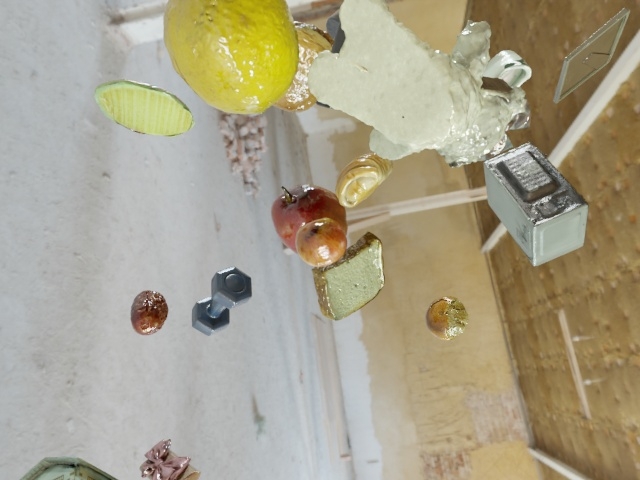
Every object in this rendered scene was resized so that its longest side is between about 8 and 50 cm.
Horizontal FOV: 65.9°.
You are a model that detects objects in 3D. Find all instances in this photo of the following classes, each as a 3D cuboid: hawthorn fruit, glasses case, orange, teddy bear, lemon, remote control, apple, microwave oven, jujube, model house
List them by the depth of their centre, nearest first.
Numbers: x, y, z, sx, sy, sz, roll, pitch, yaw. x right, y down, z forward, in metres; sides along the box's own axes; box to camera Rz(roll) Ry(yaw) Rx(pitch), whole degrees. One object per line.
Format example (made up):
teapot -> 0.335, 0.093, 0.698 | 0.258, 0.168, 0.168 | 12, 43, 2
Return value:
lemon -> -0.171, -0.399, 0.998 | 0.321, 0.269, 0.268 | 56, 24, -55
teddy bear -> 0.226, -0.305, 1.018 | 0.375, 0.327, 0.362 | 42, 34, 13
model house -> -0.512, 0.592, 1.029 | 0.215, 0.199, 0.224 | -113, 178, -47
glasses case -> -0.363, 0.533, 1.164 | 0.070, 0.194, 0.102 | 35, 70, -40
remote control -> 0.046, -0.460, 1.260 | 0.025, 0.063, 0.245 | -8, 117, -65
apple -> 0.000, 0.000, 1.355 | 0.146, 0.147, 0.146 | -10, 90, -84
jujube -> -0.515, 0.219, 1.479 | 0.112, 0.109, 0.176 | 35, 7, -18
microwave oven -> 0.652, -0.115, 1.498 | 0.237, 0.181, 0.295 | 62, 7, -49
orange -> 0.449, 0.276, 1.749 | 0.134, 0.157, 0.156 | 33, 45, -56
hawthorn fruit -> -0.058, -0.103, 1.885 | 0.369, 0.285, 0.284 | 44, 32, -47

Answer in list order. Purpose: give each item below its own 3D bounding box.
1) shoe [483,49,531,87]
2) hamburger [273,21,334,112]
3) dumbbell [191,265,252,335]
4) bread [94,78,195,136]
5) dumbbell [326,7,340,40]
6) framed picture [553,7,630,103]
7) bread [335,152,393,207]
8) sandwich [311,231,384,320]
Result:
shoe -> 0.403, -0.349, 1.223 | 0.095, 0.265, 0.110 | 30, 19, -28
hamburger -> -0.082, -0.550, 1.572 | 0.283, 0.260, 0.144 | -55, -154, 30
dumbbell -> -0.379, 0.235, 1.875 | 0.144, 0.160, 0.325 | 56, -43, 13
bread -> -0.535, -0.406, 1.523 | 0.301, 0.302, 0.045 | 62, 33, -71
dumbbell -> 0.020, -0.683, 1.838 | 0.203, 0.322, 0.204 | 47, -5, 6
framed picture -> 0.725, -0.486, 1.332 | 0.023, 0.189, 0.260 | 53, 10, 19
bread -> 0.143, -0.213, 1.655 | 0.121, 0.173, 0.311 | 44, 23, 2
sandwich -> 0.095, 0.121, 1.592 | 0.087, 0.251, 0.226 | 24, -44, 48
